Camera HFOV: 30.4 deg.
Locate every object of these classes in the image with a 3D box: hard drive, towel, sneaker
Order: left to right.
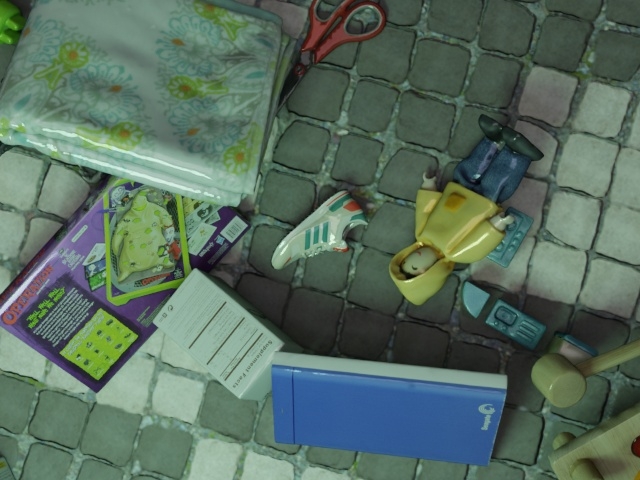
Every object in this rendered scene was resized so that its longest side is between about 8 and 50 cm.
[{"bbox_3d":[-0.236,-0.232,1.652,0.374,0.090,0.321,16,56,-7],"label":"towel"},{"bbox_3d":[0.000,0.000,1.747,0.161,0.057,0.075,-42,81,0],"label":"sneaker"},{"bbox_3d":[0.092,0.242,1.675,0.318,0.210,0.040,6,52,4],"label":"hard drive"}]

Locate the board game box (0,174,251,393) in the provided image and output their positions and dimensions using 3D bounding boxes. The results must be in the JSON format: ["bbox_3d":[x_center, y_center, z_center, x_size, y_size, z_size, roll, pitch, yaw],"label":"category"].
[{"bbox_3d":[-0.291,0.037,1.724,0.347,0.056,0.208,-47,123,2],"label":"board game box"}]

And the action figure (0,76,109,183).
[{"bbox_3d":[-0.333,-0.175,1.738,0.275,0.141,0.164,4,81,-22],"label":"action figure"}]

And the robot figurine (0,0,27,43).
[{"bbox_3d":[-0.501,-0.342,1.781,0.115,0.067,0.101,33,115,3],"label":"robot figurine"}]

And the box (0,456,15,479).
[{"bbox_3d":[-0.461,0.451,1.753,0.060,0.100,0.244,-26,87,5],"label":"box"}]

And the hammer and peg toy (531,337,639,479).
[{"bbox_3d":[0.454,0.286,1.613,0.266,0.127,0.361,-29,114,3],"label":"hammer and peg toy"}]

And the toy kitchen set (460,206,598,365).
[{"bbox_3d":[0.320,0.072,1.692,0.207,0.122,0.166,30,91,3],"label":"toy kitchen set"}]

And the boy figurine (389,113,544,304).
[{"bbox_3d":[0.194,-0.040,1.702,0.285,0.092,0.177,-54,48,5],"label":"boy figurine"}]

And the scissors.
[{"bbox_3d":[-0.028,-0.278,1.774,0.297,0.021,0.109,-42,89,3],"label":"scissors"}]

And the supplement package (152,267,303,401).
[{"bbox_3d":[-0.133,0.138,1.712,0.179,0.105,0.105,39,91,18],"label":"supplement package"}]
